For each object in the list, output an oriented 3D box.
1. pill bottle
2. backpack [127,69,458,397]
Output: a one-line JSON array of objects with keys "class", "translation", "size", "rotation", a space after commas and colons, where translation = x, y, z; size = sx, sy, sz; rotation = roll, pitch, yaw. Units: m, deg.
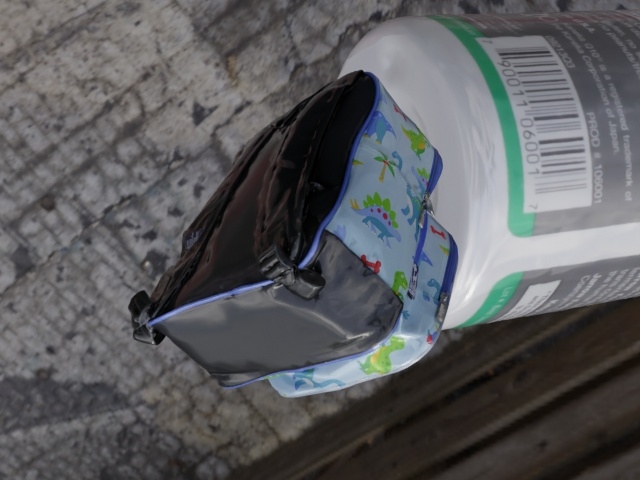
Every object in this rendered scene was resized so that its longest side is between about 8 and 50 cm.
[{"class": "pill bottle", "translation": [0.204, -0.059, 0.730], "size": [0.361, 0.204, 0.204], "rotation": [-6, 115, -25]}, {"class": "backpack", "translation": [0.000, 0.000, 0.404], "size": [0.105, 0.114, 0.084], "rotation": [-22, 125, 40]}]
